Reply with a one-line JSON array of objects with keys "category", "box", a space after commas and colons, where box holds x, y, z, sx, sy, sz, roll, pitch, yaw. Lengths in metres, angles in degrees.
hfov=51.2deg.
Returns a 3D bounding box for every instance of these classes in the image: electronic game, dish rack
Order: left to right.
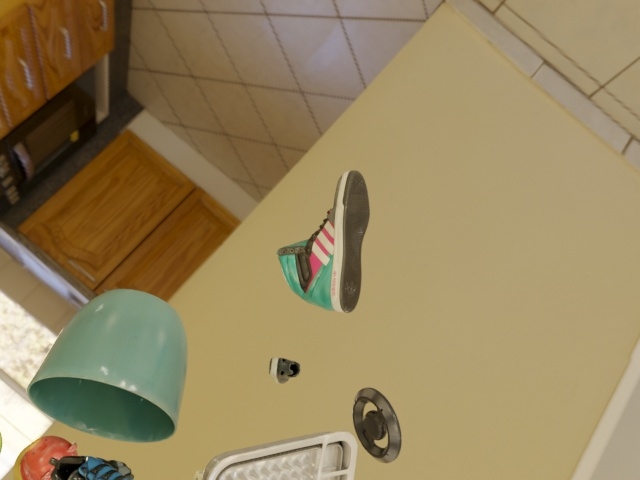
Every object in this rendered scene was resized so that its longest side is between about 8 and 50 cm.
[{"category": "dish rack", "box": [-0.089, 0.494, 1.243, 0.072, 0.333, 0.285, 19, 104, 50]}, {"category": "electronic game", "box": [0.168, 0.557, 2.018, 0.229, 0.048, 0.229, 24, 119, 53]}]

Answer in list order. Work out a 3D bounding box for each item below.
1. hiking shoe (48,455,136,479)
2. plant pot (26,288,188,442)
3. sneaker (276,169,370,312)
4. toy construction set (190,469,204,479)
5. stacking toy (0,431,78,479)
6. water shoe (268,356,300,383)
[{"category": "hiking shoe", "box": [-0.353, 0.430, 1.095, 0.132, 0.113, 0.304, 28, 160, -32]}, {"category": "plant pot", "box": [-0.404, 0.243, 1.364, 0.293, 0.235, 0.293, 6, 141, 5]}, {"category": "sneaker", "box": [0.000, 0.000, 1.399, 0.179, 0.295, 0.124, 0, 167, 31]}, {"category": "toy construction set", "box": [-0.291, 0.685, 1.528, 0.215, 0.327, 0.151, 20, 116, 13]}, {"category": "stacking toy", "box": [-0.634, 0.474, 1.269, 0.280, 0.308, 0.130, 37, 140, -16]}, {"category": "water shoe", "box": [-0.098, 0.393, 1.992, 0.080, 0.072, 0.203, 6, 166, 10]}]
